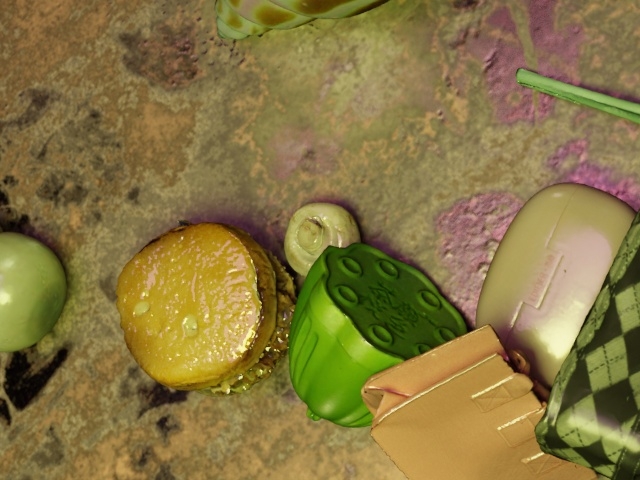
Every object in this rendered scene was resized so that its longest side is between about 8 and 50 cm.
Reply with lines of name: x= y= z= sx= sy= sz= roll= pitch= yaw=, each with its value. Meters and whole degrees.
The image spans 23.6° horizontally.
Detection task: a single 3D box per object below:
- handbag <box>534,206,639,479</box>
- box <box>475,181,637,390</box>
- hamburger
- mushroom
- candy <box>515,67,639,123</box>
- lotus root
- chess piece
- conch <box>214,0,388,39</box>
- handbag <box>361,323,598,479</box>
handbag: x=0.433 y=0.120 z=1.303 sx=0.416 sy=0.180 sz=0.316 roll=24 pitch=77 yaw=15
box: x=0.232 y=0.044 z=1.470 sx=0.146 sy=0.088 sz=0.200 roll=24 pitch=92 yaw=24
hamburger: x=-0.106 y=0.073 z=1.592 sx=0.191 sy=0.118 sz=0.181 roll=5 pitch=88 yaw=27
mushroom: x=0.000 y=0.000 z=1.584 sx=0.084 sy=0.067 sz=0.083 roll=-6 pitch=76 yaw=28
candy: x=0.330 y=-0.115 z=1.467 sx=0.336 sy=0.092 sz=0.093 roll=24 pitch=129 yaw=31
lotus root: x=0.034 y=0.121 z=1.516 sx=0.186 sy=0.186 sz=0.186 roll=-3 pitch=82 yaw=22
chess piece: x=-0.438 y=0.016 z=1.719 sx=0.330 sy=0.182 sz=0.182 roll=25 pitch=93 yaw=18
conch: x=0.015 y=-0.338 z=1.558 sx=0.368 sy=0.197 sz=0.249 roll=-16 pitch=41 yaw=24
handbag: x=0.151 y=0.180 z=1.430 sx=0.157 sy=0.212 sz=0.059 roll=-30 pitch=37 yaw=15
